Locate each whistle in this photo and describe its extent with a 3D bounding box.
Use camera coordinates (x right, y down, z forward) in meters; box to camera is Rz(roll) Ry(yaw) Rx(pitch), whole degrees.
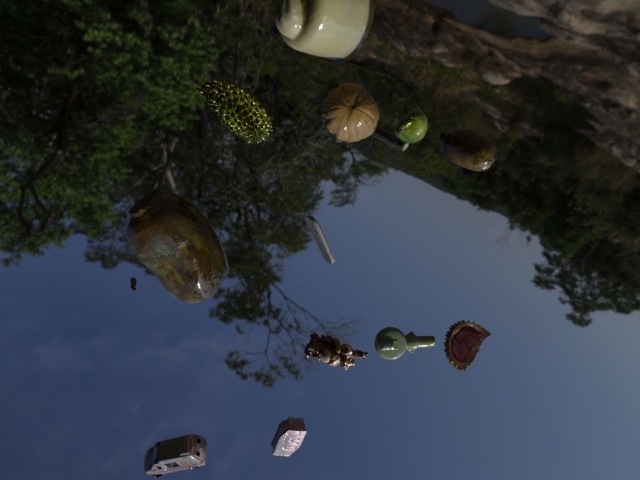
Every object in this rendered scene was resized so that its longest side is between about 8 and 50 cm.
[{"bbox_3d":[0.273,0.330,1.434,0.199,0.104,0.057,-1,180,-3],"label":"whistle"}]

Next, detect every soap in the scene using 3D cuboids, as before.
[{"bbox_3d":[-0.114,0.723,1.646,0.100,0.149,0.056,14,-157,-20],"label":"soap"}]

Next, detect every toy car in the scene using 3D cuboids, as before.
[{"bbox_3d":[-0.456,0.652,1.357,0.108,0.210,0.089,62,-164,-50],"label":"toy car"}]

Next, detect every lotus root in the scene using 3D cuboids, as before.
[{"bbox_3d":[0.591,-0.374,1.804,0.260,0.145,0.129,37,-152,30],"label":"lotus root"},{"bbox_3d":[-0.443,0.006,1.373,0.250,0.251,0.346,51,169,53],"label":"lotus root"}]

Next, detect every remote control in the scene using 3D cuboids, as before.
[{"bbox_3d":[0.000,0.000,1.818,0.077,0.022,0.244,31,151,53],"label":"remote control"}]

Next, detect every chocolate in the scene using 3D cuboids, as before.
[{"bbox_3d":[-0.008,-0.805,1.522,0.297,0.314,0.325,3,-112,-36],"label":"chocolate"}]

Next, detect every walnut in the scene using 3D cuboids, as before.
[{"bbox_3d":[0.110,-0.470,1.661,0.225,0.224,0.261,27,-174,-4],"label":"walnut"}]

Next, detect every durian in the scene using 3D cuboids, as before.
[{"bbox_3d":[-0.318,-0.505,1.765,0.355,0.157,0.169,42,-179,-45],"label":"durian"},{"bbox_3d":[0.511,0.369,1.599,0.132,0.182,0.165,27,173,39],"label":"durian"}]

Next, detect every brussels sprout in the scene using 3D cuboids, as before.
[{"bbox_3d":[0.405,-0.494,1.941,0.122,0.149,0.151,42,-175,-15],"label":"brussels sprout"}]

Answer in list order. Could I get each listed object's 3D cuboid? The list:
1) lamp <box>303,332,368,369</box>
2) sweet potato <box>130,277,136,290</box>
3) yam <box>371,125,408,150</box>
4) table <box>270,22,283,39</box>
[{"bbox_3d":[0.063,0.461,1.809,0.253,0.118,0.118,20,-164,4],"label":"lamp"},{"bbox_3d":[-0.724,0.166,1.725,0.026,0.026,0.115,20,-169,-26],"label":"sweet potato"},{"bbox_3d":[0.295,-0.494,2.083,0.274,0.061,0.061,38,-161,29],"label":"yam"},{"bbox_3d":[-0.130,-0.802,1.756,0.133,0.043,0.133,32,-163,-11],"label":"table"}]
